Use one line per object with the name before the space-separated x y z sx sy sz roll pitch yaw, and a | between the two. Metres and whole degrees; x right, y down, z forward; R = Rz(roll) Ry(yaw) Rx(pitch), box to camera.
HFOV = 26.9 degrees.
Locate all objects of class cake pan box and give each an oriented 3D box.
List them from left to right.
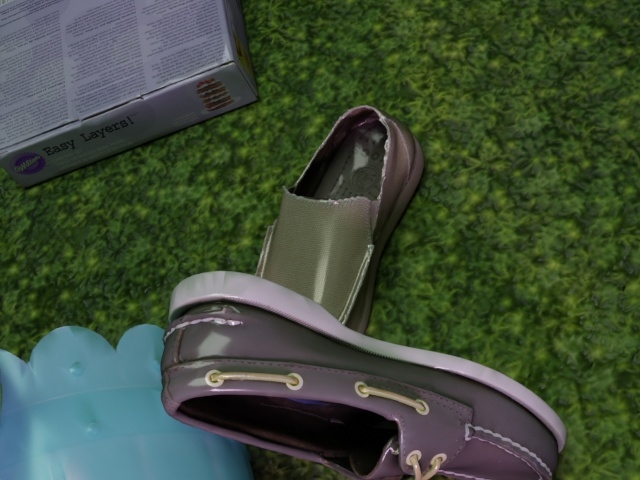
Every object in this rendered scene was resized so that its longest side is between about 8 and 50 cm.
cake pan box | -0.207 -0.197 1.310 0.266 0.070 0.246 -21 51 9

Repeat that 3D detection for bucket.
bucket | -0.166 0.202 0.914 0.281 0.281 0.183 -25 61 6

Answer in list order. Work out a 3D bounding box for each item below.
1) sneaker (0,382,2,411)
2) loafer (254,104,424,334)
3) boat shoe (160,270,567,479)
sneaker | -0.294 0.248 0.714 0.185 0.202 0.483 -7 81 32
loafer | 0.000 0.000 1.080 0.102 0.092 0.268 9 63 27
boat shoe | 0.032 0.118 0.894 0.109 0.305 0.091 -43 31 48
